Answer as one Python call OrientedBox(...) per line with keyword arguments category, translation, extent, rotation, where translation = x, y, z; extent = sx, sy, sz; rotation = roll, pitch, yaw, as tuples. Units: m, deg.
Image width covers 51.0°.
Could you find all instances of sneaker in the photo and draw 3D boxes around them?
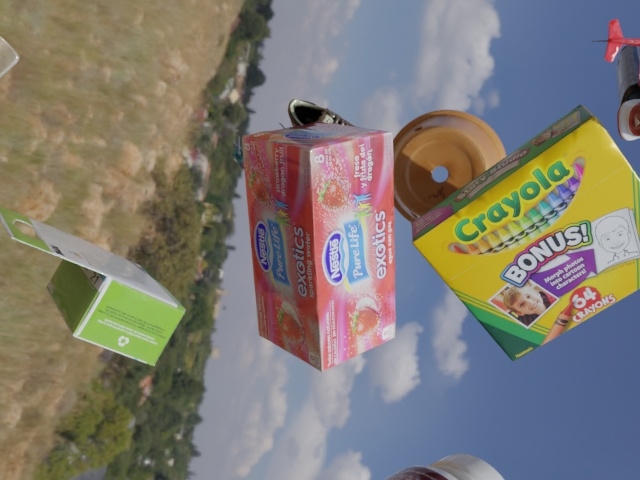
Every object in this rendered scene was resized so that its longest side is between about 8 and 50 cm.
OrientedBox(category="sneaker", translation=(0.022, -0.169, 1.075), extent=(0.066, 0.188, 0.071), rotation=(-59, 156, -4))
OrientedBox(category="sneaker", translation=(0.585, -0.203, 1.054), extent=(0.128, 0.221, 0.087), rotation=(13, -56, 57))

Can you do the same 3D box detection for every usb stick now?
OrientedBox(category="usb stick", translation=(0.601, -0.308, 1.299), extent=(0.278, 0.045, 0.077), rotation=(-57, 146, -52))

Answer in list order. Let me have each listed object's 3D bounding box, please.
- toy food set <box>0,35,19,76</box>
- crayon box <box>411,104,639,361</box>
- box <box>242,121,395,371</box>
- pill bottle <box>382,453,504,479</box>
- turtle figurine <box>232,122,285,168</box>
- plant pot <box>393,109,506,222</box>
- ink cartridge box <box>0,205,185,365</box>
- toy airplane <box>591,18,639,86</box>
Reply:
OrientedBox(category="toy food set", translation=(-0.778, -0.360, 1.317), extent=(0.092, 0.219, 0.306), rotation=(53, 6, 19))
OrientedBox(category="crayon box", translation=(0.398, -0.002, 1.189), extent=(0.363, 0.313, 0.106), rotation=(-37, -163, 20))
OrientedBox(category="box", translation=(0.000, 0.000, 0.916), extent=(0.154, 0.142, 0.300), rotation=(20, -61, 47))
OrientedBox(category="pill bottle", translation=(0.130, 0.491, 1.053), extent=(0.224, 0.392, 0.224), rotation=(12, -74, 46))
OrientedBox(category="turtle figurine", translation=(-0.104, -0.173, 1.560), extent=(0.118, 0.175, 0.234), rotation=(78, -11, -46))
OrientedBox(category="plant pot", translation=(0.277, -0.154, 1.513), extent=(0.203, 0.290, 0.291), rotation=(-28, 130, -75))
OrientedBox(category="ink cartridge box", translation=(-0.345, 0.059, 0.939), extent=(0.188, 0.255, 0.097), rotation=(29, -91, 53))
OrientedBox(category="toy airplane", translation=(0.540, -0.338, 1.136), extent=(0.028, 0.151, 0.151), rotation=(-88, -171, -77))
